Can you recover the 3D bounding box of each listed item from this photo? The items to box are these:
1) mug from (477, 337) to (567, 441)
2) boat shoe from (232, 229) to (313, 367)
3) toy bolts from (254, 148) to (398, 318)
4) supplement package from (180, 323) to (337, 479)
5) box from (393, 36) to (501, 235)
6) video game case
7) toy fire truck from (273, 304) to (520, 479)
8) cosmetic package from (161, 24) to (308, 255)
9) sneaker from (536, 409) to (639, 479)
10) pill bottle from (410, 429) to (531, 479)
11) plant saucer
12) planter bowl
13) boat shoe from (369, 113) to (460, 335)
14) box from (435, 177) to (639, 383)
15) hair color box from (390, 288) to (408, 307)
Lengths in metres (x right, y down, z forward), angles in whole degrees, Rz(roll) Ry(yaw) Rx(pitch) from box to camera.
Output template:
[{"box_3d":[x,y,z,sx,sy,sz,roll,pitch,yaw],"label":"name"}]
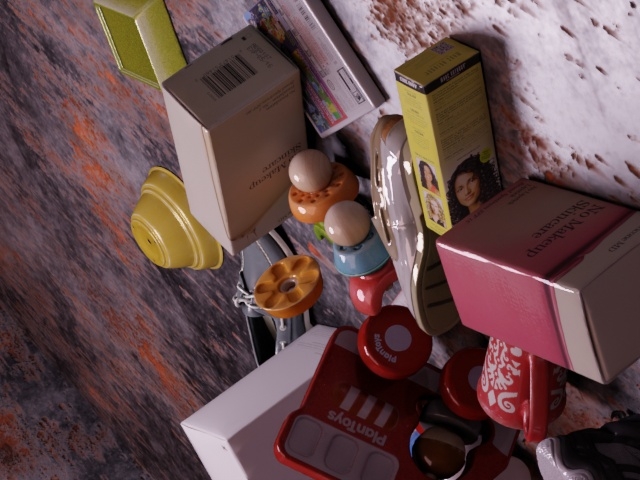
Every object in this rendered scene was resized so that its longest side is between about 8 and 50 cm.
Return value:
[{"box_3d":[0.266,0.150,1.818,0.150,0.113,0.169,51,154,36],"label":"mug"},{"box_3d":[-0.087,0.100,2.437,0.116,0.099,0.319,33,148,42],"label":"boat shoe"},{"box_3d":[0.000,0.000,1.980,0.228,0.218,0.158,32,160,49],"label":"toy bolts"},{"box_3d":[-0.037,0.289,2.351,0.175,0.293,0.177,6,127,60],"label":"supplement package"},{"box_3d":[0.152,-0.113,1.716,0.058,0.087,0.232,34,150,44],"label":"box"},{"box_3d":[-0.012,-0.240,1.938,0.201,0.023,0.183,56,157,-5],"label":"video game case"},{"box_3d":[0.112,0.252,2.015,0.302,0.254,0.169,28,155,-5],"label":"toy fire truck"},{"box_3d":[-0.110,-0.133,2.059,0.113,0.160,0.309,45,161,27],"label":"cosmetic package"},{"box_3d":[0.381,0.289,1.717,0.268,0.153,0.101,43,156,47],"label":"sneaker"},{"box_3d":[0.205,0.339,2.168,0.221,0.124,0.124,11,131,59],"label":"pill bottle"},{"box_3d":[-0.287,-0.316,2.335,0.188,0.045,0.188,27,145,47],"label":"plant saucer"},{"box_3d":[-0.276,-0.018,2.656,0.217,0.090,0.217,43,153,28],"label":"planter bowl"},{"box_3d":[0.128,-0.024,1.864,0.103,0.113,0.302,33,138,46],"label":"boat shoe"},{"box_3d":[0.264,0.038,1.620,0.232,0.148,0.127,21,138,52],"label":"box"},{"box_3d":[0.143,0.092,2.059,0.072,0.043,0.141,50,156,9],"label":"hair color box"}]
